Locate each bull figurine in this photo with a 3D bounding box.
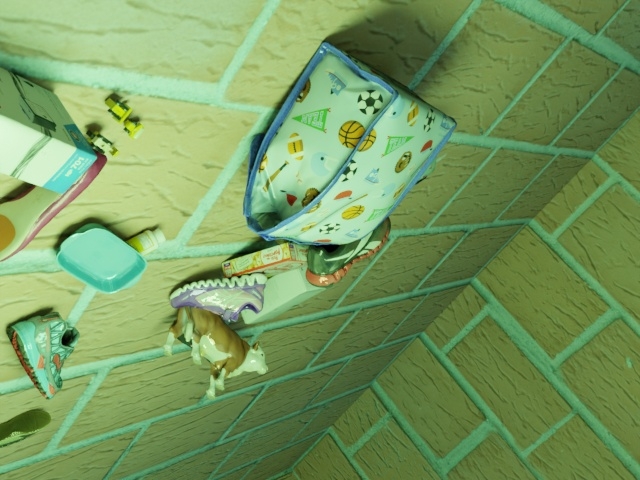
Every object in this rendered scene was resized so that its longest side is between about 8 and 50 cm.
[{"bbox_3d":[-0.258,0.273,1.847,0.101,0.310,0.188,-19,-145,33],"label":"bull figurine"}]

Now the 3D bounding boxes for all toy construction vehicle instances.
[{"bbox_3d":[-0.330,-0.180,1.176,0.086,0.035,0.098,-51,160,0],"label":"toy construction vehicle"}]

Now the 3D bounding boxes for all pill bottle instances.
[{"bbox_3d":[-0.353,0.008,1.471,0.083,0.043,0.043,-30,156,-22],"label":"pill bottle"}]

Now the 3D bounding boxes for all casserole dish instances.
[{"bbox_3d":[-0.410,0.031,1.382,0.114,0.037,0.188,-37,141,5],"label":"casserole dish"}]

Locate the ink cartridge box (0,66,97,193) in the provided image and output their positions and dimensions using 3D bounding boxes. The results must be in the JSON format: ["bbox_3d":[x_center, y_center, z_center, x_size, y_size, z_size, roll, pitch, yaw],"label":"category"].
[{"bbox_3d":[-0.406,-0.153,0.960,0.082,0.139,0.191,-42,157,9],"label":"ink cartridge box"}]

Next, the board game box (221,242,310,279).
[{"bbox_3d":[-0.119,0.053,1.803,0.194,0.045,0.147,-17,168,28],"label":"board game box"}]

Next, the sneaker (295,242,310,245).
[{"bbox_3d":[0.000,0.000,1.970,0.123,0.105,0.290,-2,167,6],"label":"sneaker"}]

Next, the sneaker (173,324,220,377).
[{"bbox_3d":[-0.284,0.284,1.963,0.105,0.147,0.296,-38,156,2],"label":"sneaker"}]

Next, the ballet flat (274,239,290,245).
[{"bbox_3d":[-0.064,-0.065,1.741,0.206,0.067,0.073,-55,178,35],"label":"ballet flat"}]

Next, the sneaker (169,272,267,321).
[{"bbox_3d":[-0.236,0.144,1.754,0.237,0.104,0.095,-7,170,-14],"label":"sneaker"}]

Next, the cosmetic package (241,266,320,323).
[{"bbox_3d":[-0.100,0.139,1.973,0.231,0.085,0.117,-30,166,33],"label":"cosmetic package"}]

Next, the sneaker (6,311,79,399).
[{"bbox_3d":[-0.549,0.237,1.527,0.125,0.104,0.261,-30,156,-25],"label":"sneaker"}]

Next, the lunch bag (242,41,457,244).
[{"bbox_3d":[0.040,-0.162,1.505,0.328,0.239,0.385,6,121,-57],"label":"lunch bag"}]

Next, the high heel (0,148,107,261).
[{"bbox_3d":[-0.443,-0.056,1.191,0.244,0.082,0.117,-52,164,18],"label":"high heel"}]

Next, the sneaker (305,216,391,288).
[{"bbox_3d":[0.069,-0.007,1.768,0.276,0.098,0.135,-37,136,-29],"label":"sneaker"}]

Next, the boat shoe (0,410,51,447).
[{"bbox_3d":[-0.713,0.445,1.738,0.152,0.056,0.049,-15,153,-28],"label":"boat shoe"}]

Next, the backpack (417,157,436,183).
[{"bbox_3d":[0.225,-0.216,1.844,0.152,0.115,0.182,-28,153,-18],"label":"backpack"}]
